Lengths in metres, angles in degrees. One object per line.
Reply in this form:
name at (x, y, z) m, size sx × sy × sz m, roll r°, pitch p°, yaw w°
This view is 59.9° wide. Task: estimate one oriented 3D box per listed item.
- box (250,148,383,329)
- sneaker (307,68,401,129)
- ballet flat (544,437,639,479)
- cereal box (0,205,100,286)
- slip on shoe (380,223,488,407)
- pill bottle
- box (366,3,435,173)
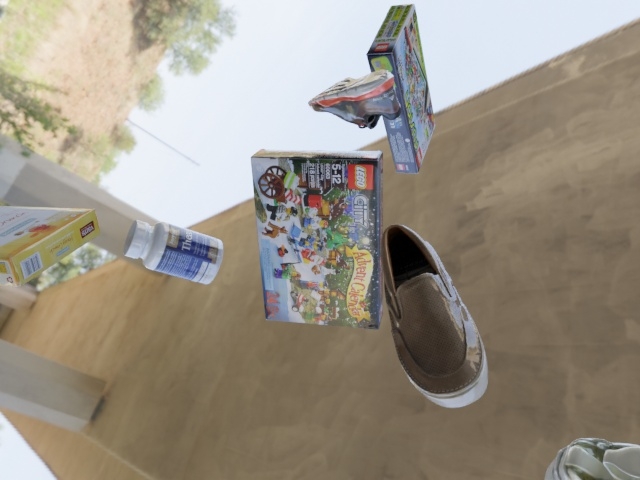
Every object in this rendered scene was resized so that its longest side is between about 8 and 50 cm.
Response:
box at (0.000, 0.000, 0.722) m, size 0.159 × 0.233 × 0.044 m, roll 3°, pitch -156°, yaw 14°
sneaker at (0.039, -0.161, 0.681) m, size 0.061 × 0.065 × 0.158 m, roll -38°, pitch -156°, yaw -19°
ballet flat at (0.503, 0.391, 0.943) m, size 0.400 × 0.139 × 0.139 m, roll -38°, pitch -149°, yaw 60°
cereal box at (-0.462, 0.000, 0.774) m, size 0.240 × 0.047 × 0.173 m, roll 3°, pitch -155°, yaw 14°
slip on shoe at (0.065, 0.040, 0.348) m, size 0.051 × 0.041 × 0.135 m, roll -22°, pitch -143°, yaw 15°
pill bottle at (-0.198, 0.013, 0.752) m, size 0.067 × 0.120 × 0.067 m, roll -39°, pitch -139°, yaw 45°
box at (0.119, -0.207, 0.786) m, size 0.036 × 0.207 × 0.114 m, roll 6°, pitch -126°, yaw 26°
